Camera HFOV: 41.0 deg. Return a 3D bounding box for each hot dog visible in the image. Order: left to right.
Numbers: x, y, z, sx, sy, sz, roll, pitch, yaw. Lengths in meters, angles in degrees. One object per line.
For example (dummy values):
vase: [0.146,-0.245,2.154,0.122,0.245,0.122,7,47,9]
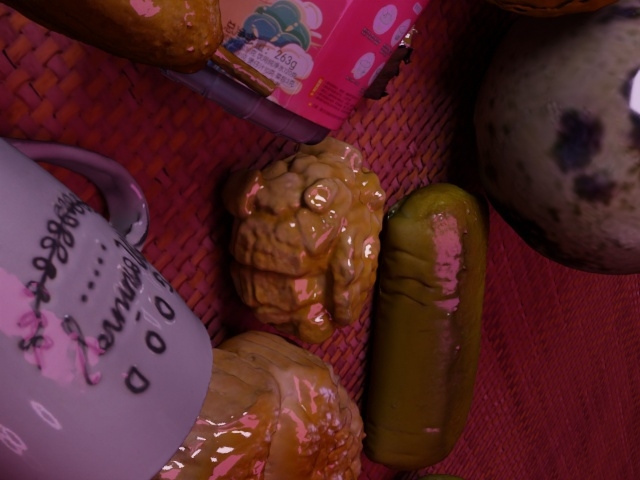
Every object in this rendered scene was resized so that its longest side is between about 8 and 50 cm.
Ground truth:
hot dog: [-0.107,0.262,0.774,0.367,0.196,0.365,-14,120,-54]

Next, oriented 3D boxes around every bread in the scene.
bread: [-0.165,-0.175,0.459,0.344,0.124,0.084,28,86,-25]
bread: [0.143,0.117,1.074,0.166,0.112,0.383,-18,120,-46]

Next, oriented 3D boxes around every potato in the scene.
potato: [0.033,-0.201,0.819,0.172,0.101,0.089,114,-20,-85]

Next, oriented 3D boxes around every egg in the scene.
egg: [0.367,-0.157,1.028,0.428,0.345,0.345,-55,142,-35]

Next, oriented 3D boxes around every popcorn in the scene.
popcorn: [-0.010,-0.002,0.808,0.163,0.140,0.194,13,95,-58]

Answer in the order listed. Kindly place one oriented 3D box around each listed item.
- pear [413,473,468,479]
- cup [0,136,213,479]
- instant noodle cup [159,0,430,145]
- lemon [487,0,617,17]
pear: [0.161,0.419,1.191,0.180,0.166,0.216,-55,158,5]
cup: [-0.199,0.018,0.577,0.234,0.186,0.258,60,30,-37]
instant noodle cup: [-0.032,-0.184,0.621,0.302,0.258,0.181,15,108,-56]
lemon: [0.221,-0.360,0.805,0.297,0.297,0.297,-26,126,-42]
